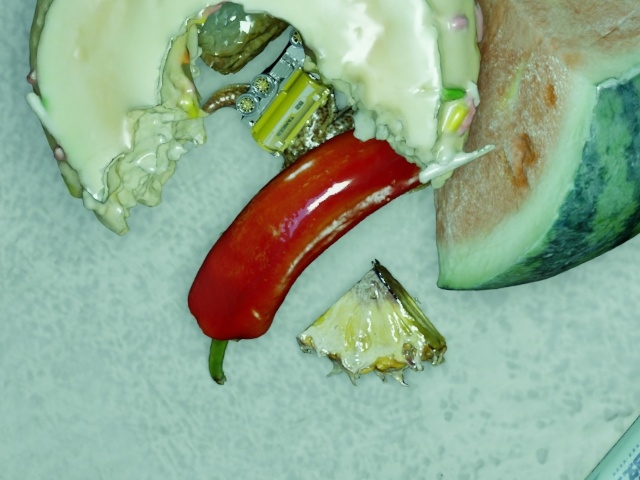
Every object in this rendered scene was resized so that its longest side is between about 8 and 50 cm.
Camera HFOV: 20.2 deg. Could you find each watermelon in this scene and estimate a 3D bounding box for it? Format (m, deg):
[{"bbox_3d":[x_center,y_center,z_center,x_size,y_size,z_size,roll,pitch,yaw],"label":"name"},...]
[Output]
[{"bbox_3d":[0.179,-0.098,1.468,0.292,0.283,0.250,25,67,11],"label":"watermelon"}]

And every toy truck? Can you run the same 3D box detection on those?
[{"bbox_3d":[-0.022,-0.136,1.562,0.063,0.052,0.123,39,109,-1],"label":"toy truck"}]

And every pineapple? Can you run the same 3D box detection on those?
[{"bbox_3d":[0.046,0.074,1.624,0.137,0.069,0.116,3,96,10],"label":"pineapple"}]

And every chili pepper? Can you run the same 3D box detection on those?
[{"bbox_3d":[-0.001,-0.006,1.583,0.368,0.092,0.137,-40,127,17],"label":"chili pepper"}]

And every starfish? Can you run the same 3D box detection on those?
[{"bbox_3d":[-0.005,-0.082,1.624,0.213,0.057,0.238,35,101,-1],"label":"starfish"}]

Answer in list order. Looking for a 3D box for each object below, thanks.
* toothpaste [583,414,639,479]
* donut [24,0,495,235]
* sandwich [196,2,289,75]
[{"bbox_3d":[0.254,0.240,1.622,0.075,0.048,0.297,37,102,1],"label":"toothpaste"},{"bbox_3d":[-0.055,-0.175,1.447,0.371,0.150,0.307,-9,97,16],"label":"donut"},{"bbox_3d":[-0.086,-0.348,1.577,0.262,0.131,0.325,-40,87,11],"label":"sandwich"}]
